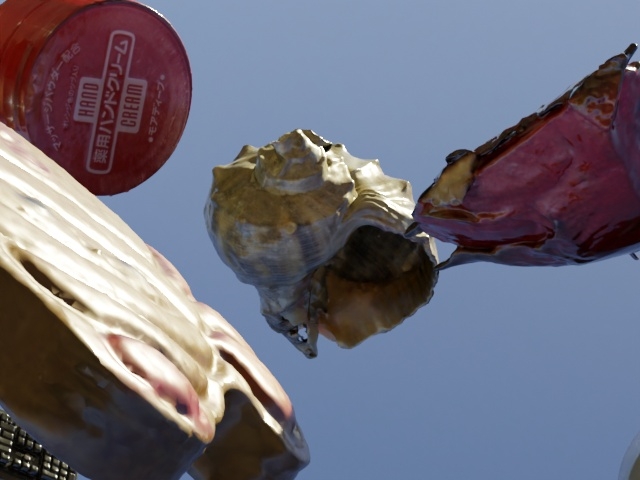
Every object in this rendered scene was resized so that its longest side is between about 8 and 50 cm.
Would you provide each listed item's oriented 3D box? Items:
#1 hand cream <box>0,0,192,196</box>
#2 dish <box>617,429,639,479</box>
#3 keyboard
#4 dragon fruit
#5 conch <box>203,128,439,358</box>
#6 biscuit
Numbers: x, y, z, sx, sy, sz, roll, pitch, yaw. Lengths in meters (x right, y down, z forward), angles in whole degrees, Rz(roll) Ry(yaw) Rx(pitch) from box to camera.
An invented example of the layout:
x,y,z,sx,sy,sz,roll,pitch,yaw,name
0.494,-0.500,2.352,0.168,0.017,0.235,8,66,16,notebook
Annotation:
x,y,z,sx,sy,sz,roll,pitch,yaw,name
-0.230,-0.144,1.641,0.193,0.193,0.125,-44,-144,-22,hand cream
0.377,0.225,1.466,0.256,0.256,0.117,-21,179,13,dish
-0.350,0.196,1.772,0.025,0.230,0.094,-51,-155,32,keyboard
0.212,-0.036,1.298,0.282,0.100,0.343,-28,165,38,dragon fruit
-0.003,-0.015,1.657,0.210,0.291,0.159,-11,-120,-4,conch
-0.148,0.008,0.886,0.074,0.359,0.381,-52,-143,2,biscuit
